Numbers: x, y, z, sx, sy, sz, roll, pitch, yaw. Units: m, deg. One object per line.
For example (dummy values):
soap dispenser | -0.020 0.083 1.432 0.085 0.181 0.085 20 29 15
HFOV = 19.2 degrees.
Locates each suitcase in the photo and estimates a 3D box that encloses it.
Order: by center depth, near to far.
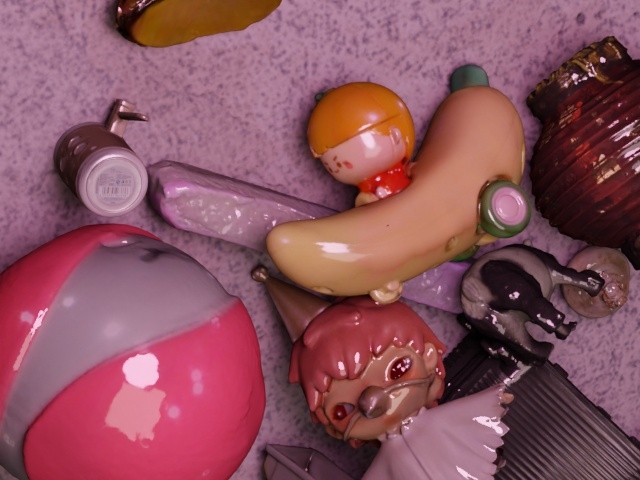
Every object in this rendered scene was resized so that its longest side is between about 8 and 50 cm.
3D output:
suitcase | 0.219 0.232 2.093 0.202 0.128 0.312 -46 119 2

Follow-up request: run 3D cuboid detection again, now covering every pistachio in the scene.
pistachio | -0.121 -0.241 1.828 0.173 0.049 0.089 -14 138 -18

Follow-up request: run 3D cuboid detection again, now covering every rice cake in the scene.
rice cake | -0.001 0.000 1.954 0.399 0.070 0.064 17 105 -26

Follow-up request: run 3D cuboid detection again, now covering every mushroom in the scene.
mushroom | 0.312 0.050 2.090 0.085 0.079 0.085 -6 111 -17

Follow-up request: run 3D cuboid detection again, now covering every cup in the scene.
cup | -0.200 -0.076 1.829 0.102 0.099 0.074 -38 119 -5

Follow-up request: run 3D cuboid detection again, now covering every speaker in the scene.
speaker | -0.189 0.131 1.793 0.294 0.294 0.294 -7 112 -19

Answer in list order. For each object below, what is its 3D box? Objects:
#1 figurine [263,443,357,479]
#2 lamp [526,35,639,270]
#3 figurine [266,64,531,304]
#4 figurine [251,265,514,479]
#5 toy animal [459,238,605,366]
figurine | -0.008 0.386 2.038 0.342 0.167 0.285 23 99 17
lamp | 0.322 -0.095 1.968 0.247 0.247 0.247 -7 112 -19
figurine | 0.075 -0.064 1.898 0.324 0.124 0.222 -27 91 -29
figurine | 0.068 0.160 1.912 0.207 0.166 0.387 -39 78 15
toy animal | 0.218 0.055 1.990 0.121 0.225 0.094 36 116 13
